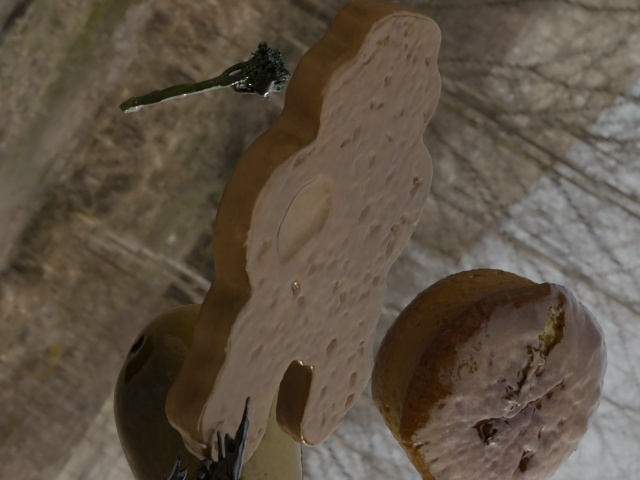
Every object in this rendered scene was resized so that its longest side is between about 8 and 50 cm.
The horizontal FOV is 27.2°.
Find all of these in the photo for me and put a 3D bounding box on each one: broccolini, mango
[{"bbox_3d":[-0.154,-0.211,1.786,0.057,0.254,0.071,3,80,-62],"label":"broccolini"},{"bbox_3d":[-0.072,0.139,0.921,0.137,0.195,0.098,-30,165,25],"label":"mango"}]

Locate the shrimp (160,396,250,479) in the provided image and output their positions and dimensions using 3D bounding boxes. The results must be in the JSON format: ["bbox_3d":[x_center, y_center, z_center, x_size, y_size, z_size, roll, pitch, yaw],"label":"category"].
[{"bbox_3d":[-0.056,0.166,0.646,0.079,0.090,0.233,-17,135,-39],"label":"shrimp"}]

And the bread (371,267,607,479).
[{"bbox_3d":[0.209,0.173,1.623,0.312,0.312,0.172,-59,-142,6],"label":"bread"}]

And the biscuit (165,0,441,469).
[{"bbox_3d":[-0.002,-0.001,0.635,0.144,0.040,0.236,-12,121,-57],"label":"biscuit"}]
